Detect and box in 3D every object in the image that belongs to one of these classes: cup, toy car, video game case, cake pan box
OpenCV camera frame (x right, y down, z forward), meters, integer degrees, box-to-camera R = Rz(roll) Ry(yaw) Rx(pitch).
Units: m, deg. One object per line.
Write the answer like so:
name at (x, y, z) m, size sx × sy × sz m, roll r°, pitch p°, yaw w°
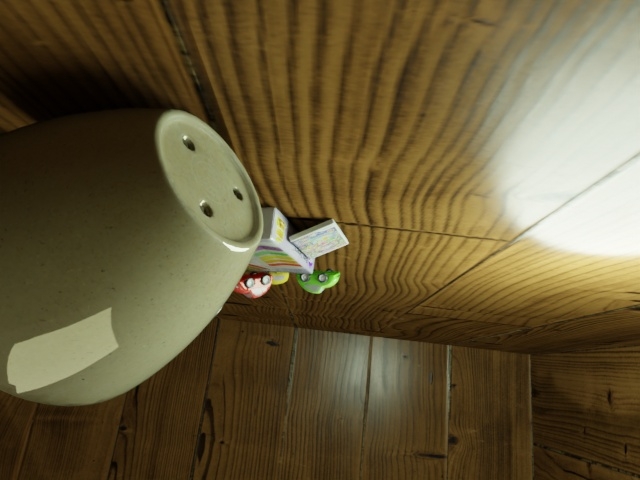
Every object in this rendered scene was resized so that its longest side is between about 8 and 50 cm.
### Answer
cup at (-0.209, -0.016, 0.502) m, size 0.237 × 0.331 × 0.331 m, roll -28°, pitch 151°, yaw 18°
toy car at (-0.066, 0.093, 1.006) m, size 0.225 × 0.053 × 0.239 m, roll 1°, pitch -172°, yaw 16°
video game case at (0.000, 0.000, 0.840) m, size 0.087 × 0.011 × 0.122 m, roll -22°, pitch 157°, yaw 8°
cake pan box at (-0.169, 0.003, 0.883) m, size 0.267 × 0.070 × 0.246 m, roll 2°, pitch 160°, yaw 16°

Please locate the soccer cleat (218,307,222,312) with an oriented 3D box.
soccer cleat at (-0.331, 0.060, 0.969) m, size 0.318 × 0.109 × 0.116 m, roll 32°, pitch 156°, yaw 40°
